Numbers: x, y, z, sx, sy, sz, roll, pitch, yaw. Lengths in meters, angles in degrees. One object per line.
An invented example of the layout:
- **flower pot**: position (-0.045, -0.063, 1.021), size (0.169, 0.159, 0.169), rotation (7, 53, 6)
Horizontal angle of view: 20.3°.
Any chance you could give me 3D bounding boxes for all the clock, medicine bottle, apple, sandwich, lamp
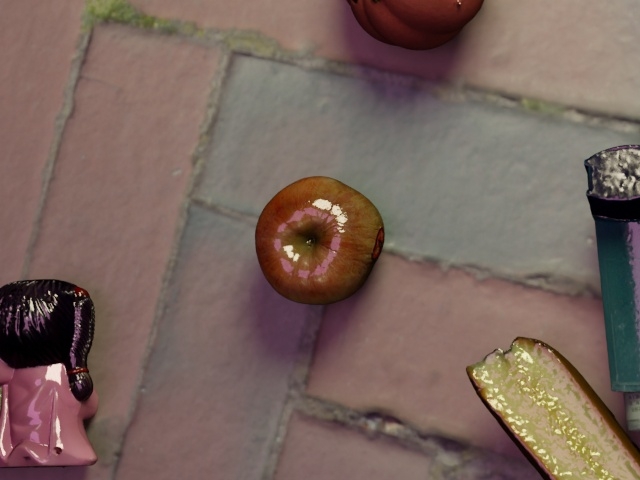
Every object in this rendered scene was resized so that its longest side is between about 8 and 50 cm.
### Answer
- **clock**: position (-0.318, 0.138, 1.836), size (0.194, 0.100, 0.195), rotation (-2, 85, 20)
- **medicine bottle**: position (0.295, 0.044, 1.627), size (0.079, 0.124, 0.258), rotation (-6, 87, 15)
- **apple**: position (-0.003, 0.001, 1.737), size (0.126, 0.102, 0.126), rotation (-1, 87, 12)
- **sandwich**: position (0.241, 0.195, 1.658), size (0.090, 0.088, 0.244), rotation (-39, 72, 4)
- **lamp**: position (0.098, -0.270, 1.695), size (0.182, 0.140, 0.182), rotation (11, 103, 62)
